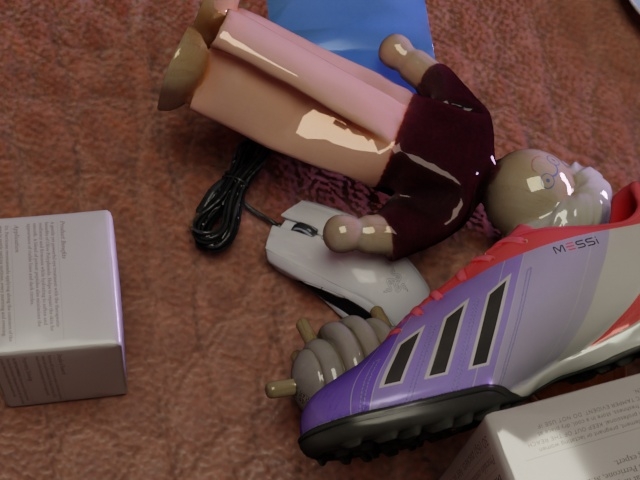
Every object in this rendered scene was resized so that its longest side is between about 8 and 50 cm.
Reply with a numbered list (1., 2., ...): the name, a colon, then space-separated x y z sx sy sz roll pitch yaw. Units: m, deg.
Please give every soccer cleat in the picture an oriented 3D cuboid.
1. soccer cleat: 0.116 0.055 0.822 0.318 0.108 0.116 -18 79 -23

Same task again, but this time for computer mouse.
1. computer mouse: 0.000 0.000 0.931 0.193 0.042 0.106 31 63 8

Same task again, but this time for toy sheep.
1. toy sheep: 0.023 0.093 0.866 0.132 0.091 0.091 -12 66 -19

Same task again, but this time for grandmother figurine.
1. grandmother figurine: 0.055 -0.073 0.921 0.342 0.104 0.208 23 67 -5

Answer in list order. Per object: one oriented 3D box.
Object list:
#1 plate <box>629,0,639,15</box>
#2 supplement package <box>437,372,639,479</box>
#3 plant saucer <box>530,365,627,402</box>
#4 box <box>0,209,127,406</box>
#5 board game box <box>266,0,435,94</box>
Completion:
1. plate: 0.350 -0.230 1.102 0.188 0.024 0.188 3 64 -6
2. supplement package: 0.208 0.246 0.762 0.175 0.177 0.293 -13 66 -14
3. plant saucer: 0.186 0.095 0.925 0.083 0.013 0.084 3 64 -7
4. box: -0.180 0.047 0.851 0.087 0.102 0.101 -5 64 -8
5. board game box: 0.025 -0.149 1.016 0.133 0.033 0.169 -4 71 -12
